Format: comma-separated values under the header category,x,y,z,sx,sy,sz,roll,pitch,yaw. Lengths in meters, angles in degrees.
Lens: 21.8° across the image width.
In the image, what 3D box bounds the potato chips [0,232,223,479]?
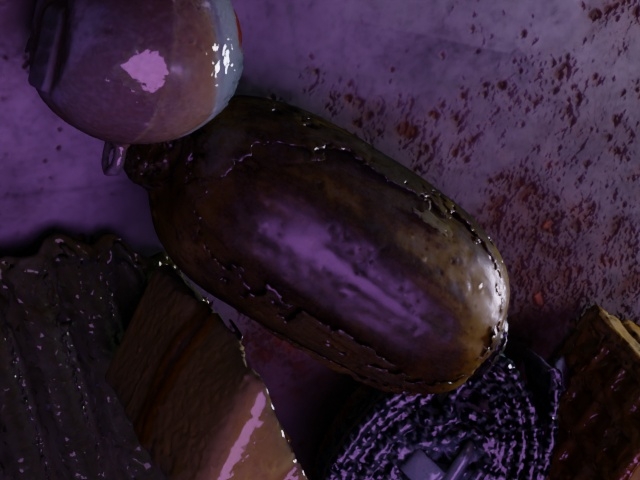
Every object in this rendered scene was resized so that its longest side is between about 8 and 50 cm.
category,x,y,z,sx,sy,sz,roll,pitch,yaw
potato chips,-0.239,0.194,1.583,0.358,0.070,0.429,-22,124,-14

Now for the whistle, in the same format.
category,x,y,z,sx,sy,sz,roll,pitch,yaw
whistle,-0.133,-0.221,1.347,0.189,0.189,0.348,5,102,-24

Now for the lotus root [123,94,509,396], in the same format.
category,x,y,z,sx,sy,sz,roll,pitch,yaw
lotus root,0.000,0.000,1.496,0.397,0.179,0.196,30,85,-17

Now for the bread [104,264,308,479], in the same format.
category,x,y,z,sx,sy,sz,roll,pitch,yaw
bread,-0.096,0.141,1.440,0.141,0.266,0.178,-19,116,-18

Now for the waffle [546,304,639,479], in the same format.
category,x,y,z,sx,sy,sz,roll,pitch,yaw
waffle,0.265,0.244,1.731,0.091,0.213,0.308,25,107,-27

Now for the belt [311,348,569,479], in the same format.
category,x,y,z,sx,sy,sz,roll,pitch,yaw
belt,0.113,0.217,1.676,0.206,0.160,0.295,28,96,-4
